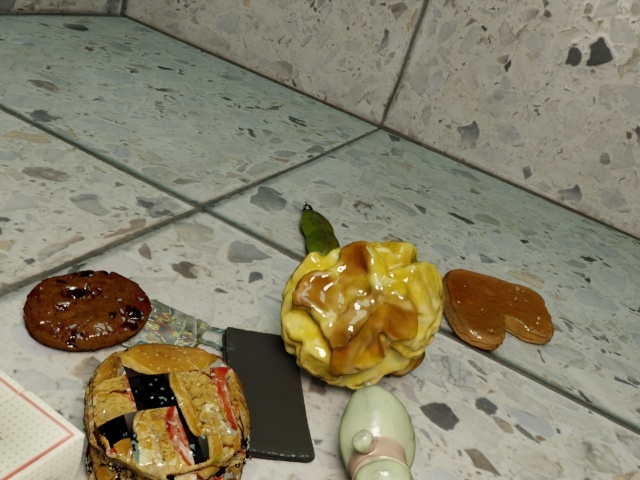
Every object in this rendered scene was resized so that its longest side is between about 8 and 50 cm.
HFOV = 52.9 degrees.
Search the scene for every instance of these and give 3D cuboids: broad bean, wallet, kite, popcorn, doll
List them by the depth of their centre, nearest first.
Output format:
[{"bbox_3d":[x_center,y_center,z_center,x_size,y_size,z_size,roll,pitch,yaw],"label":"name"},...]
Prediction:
[{"bbox_3d":[0.080,0.290,0.868,0.113,0.155,0.275,-13,17,19],"label":"doll"},{"bbox_3d":[-0.083,0.228,0.975,0.124,0.025,0.244,12,31,-20],"label":"wallet"},{"bbox_3d":[0.082,0.116,1.051,0.332,0.265,0.225,33,19,-46],"label":"popcorn"},{"bbox_3d":[-0.205,0.160,1.052,0.245,0.015,0.141,17,29,-4],"label":"kite"},{"bbox_3d":[0.000,0.000,1.466,0.077,0.061,0.339,5,27,-13],"label":"broad bean"}]

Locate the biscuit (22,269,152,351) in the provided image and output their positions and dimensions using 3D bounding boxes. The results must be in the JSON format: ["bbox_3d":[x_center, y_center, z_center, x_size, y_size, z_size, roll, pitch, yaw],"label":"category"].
[{"bbox_3d":[-0.361,0.105,1.003,0.191,0.049,0.192,10,32,-6],"label":"biscuit"}]

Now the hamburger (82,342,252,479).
[{"bbox_3d":[-0.185,0.225,0.804,0.230,0.107,0.231,14,35,-10],"label":"hamburger"}]

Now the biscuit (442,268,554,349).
[{"bbox_3d":[0.395,0.169,1.426,0.276,0.052,0.262,14,30,-13],"label":"biscuit"}]

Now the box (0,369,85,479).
[{"bbox_3d":[-0.455,0.204,0.698,0.330,0.095,0.210,30,27,18],"label":"box"}]

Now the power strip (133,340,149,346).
[{"bbox_3d":[-0.262,0.192,0.926,0.056,0.032,0.123,19,25,0],"label":"power strip"}]
